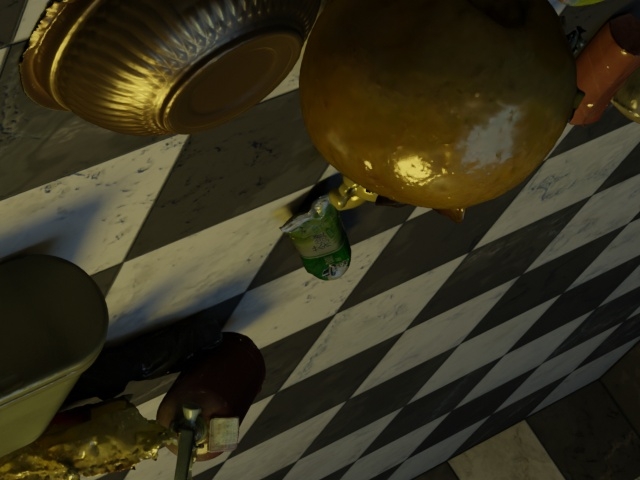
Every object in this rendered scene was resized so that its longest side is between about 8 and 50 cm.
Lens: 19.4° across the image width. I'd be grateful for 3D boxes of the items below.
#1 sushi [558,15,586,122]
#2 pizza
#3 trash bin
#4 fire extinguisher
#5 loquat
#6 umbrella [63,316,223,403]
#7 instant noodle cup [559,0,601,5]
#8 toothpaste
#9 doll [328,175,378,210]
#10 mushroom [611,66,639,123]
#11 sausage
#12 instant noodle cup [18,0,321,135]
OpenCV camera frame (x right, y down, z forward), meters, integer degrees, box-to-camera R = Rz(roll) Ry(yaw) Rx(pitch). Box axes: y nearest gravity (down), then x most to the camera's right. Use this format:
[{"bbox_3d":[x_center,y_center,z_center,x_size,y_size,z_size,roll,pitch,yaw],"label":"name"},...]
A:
[{"bbox_3d":[0.174,-0.181,1.821,0.131,0.139,0.291,-57,161,9],"label":"sushi"},{"bbox_3d":[-0.253,0.214,2.054,0.288,0.075,0.280,-12,-175,44],"label":"pizza"},{"bbox_3d":[-0.330,0.135,1.744,0.243,0.121,0.247,-25,166,-27],"label":"trash bin"},{"bbox_3d":[-0.129,0.193,2.157,0.105,0.105,0.269,-38,-173,15],"label":"fire extinguisher"},{"bbox_3d":[0.096,-0.128,1.588,0.244,0.244,0.244,-31,164,-10],"label":"loquat"},{"bbox_3d":[-0.199,0.134,2.101,0.236,0.059,0.066,-17,-179,-42],"label":"umbrella"},{"bbox_3d":[0.212,-0.319,1.294,0.264,0.200,0.264,-31,165,-9],"label":"instant noodle cup"},{"bbox_3d":[0.000,0.000,2.123,0.078,0.047,0.248,-34,163,-5],"label":"toothpaste"},{"bbox_3d":[0.119,-0.102,1.975,0.291,0.086,0.117,-25,158,-36],"label":"doll"},{"bbox_3d":[0.446,-0.240,2.200,0.278,0.096,0.099,-39,163,34],"label":"mushroom"},{"bbox_3d":[0.321,-0.190,2.161,0.065,0.065,0.169,-23,161,-33],"label":"sausage"},{"bbox_3d":[-0.087,-0.152,1.411,0.274,0.091,0.274,-31,164,-10],"label":"instant noodle cup"}]
